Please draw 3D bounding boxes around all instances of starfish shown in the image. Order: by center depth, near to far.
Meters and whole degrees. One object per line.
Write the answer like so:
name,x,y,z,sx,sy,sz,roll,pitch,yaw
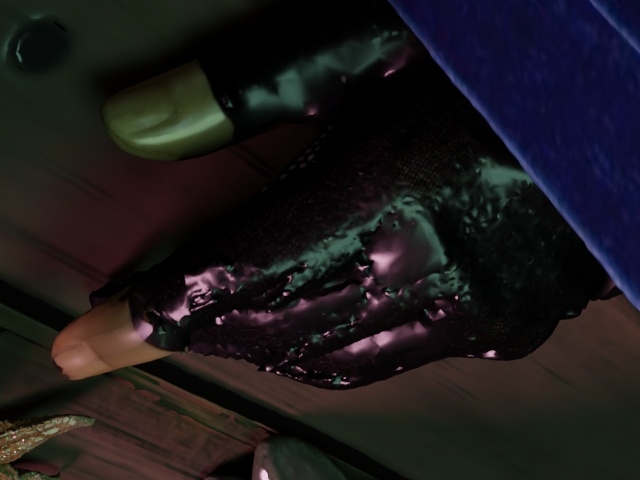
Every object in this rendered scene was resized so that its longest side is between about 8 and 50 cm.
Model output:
starfish,-0.124,0.076,0.528,0.092,0.016,0.086,-23,141,-4

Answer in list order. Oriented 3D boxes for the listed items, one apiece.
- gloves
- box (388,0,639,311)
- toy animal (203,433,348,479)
gloves,0.002,0.003,0.468,0.180,0.106,0.129,-35,143,-5
box,0.173,-0.069,0.376,0.261,0.279,0.116,-10,135,-25
toy animal,0.019,0.189,0.664,0.127,0.125,0.251,-54,139,-21
